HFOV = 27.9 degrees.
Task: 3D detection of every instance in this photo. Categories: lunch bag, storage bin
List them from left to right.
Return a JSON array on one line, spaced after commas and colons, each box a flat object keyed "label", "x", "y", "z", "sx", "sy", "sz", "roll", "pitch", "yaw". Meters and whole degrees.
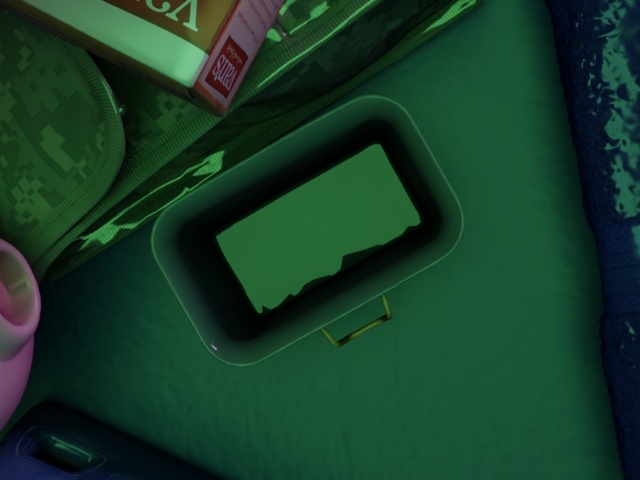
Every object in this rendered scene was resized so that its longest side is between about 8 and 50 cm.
[{"label": "lunch bag", "x": -0.100, "y": -0.140, "z": 0.599, "sx": 0.287, "sy": 0.169, "sz": 0.235, "roll": -35, "pitch": 85, "yaw": 7}, {"label": "storage bin", "x": 0.000, "y": 0.000, "z": 0.632, "sx": 0.135, "sy": 0.091, "sz": 0.098, "roll": -30, "pitch": 89, "yaw": 5}]

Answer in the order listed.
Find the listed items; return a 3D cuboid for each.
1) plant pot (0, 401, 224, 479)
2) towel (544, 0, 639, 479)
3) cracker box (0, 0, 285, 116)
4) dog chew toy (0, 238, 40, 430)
[{"label": "plant pot", "x": -0.105, "y": 0.233, "z": 0.583, "sx": 0.236, "sy": 0.212, "sz": 0.236, "roll": 26, "pitch": 93, "yaw": 4}, {"label": "towel", "x": 0.234, "y": -0.024, "z": 0.631, "sx": 0.227, "sy": 0.076, "sz": 0.308, "roll": -10, "pitch": 90, "yaw": -3}, {"label": "cracker box", "x": -0.054, "y": -0.185, "z": 0.480, "sx": 0.155, "sy": 0.067, "sz": 0.232, "roll": 28, "pitch": 89, "yaw": 7}, {"label": "dog chew toy", "x": -0.273, "y": 0.068, "z": 0.572, "sx": 0.332, "sy": 0.206, "sz": 0.206, "roll": -17, "pitch": 90, "yaw": 19}]
